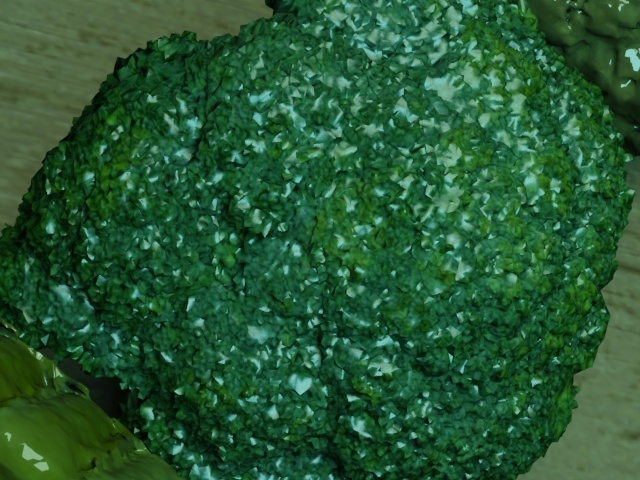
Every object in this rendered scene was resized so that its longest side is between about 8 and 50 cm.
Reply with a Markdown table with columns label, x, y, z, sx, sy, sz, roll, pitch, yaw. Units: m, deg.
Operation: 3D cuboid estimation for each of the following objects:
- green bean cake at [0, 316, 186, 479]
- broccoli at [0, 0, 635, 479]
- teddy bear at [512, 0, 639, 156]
| label | x | y | z | sx | sy | sz | roll | pitch | yaw |
| --- | --- | --- | --- | --- | --- | --- | --- | --- | --- |
| green bean cake | -0.186 | 0.132 | 0.719 | 0.236 | 0.124 | 0.233 | 38 | 93 | 6 |
| broccoli | 0.000 | 0.000 | 0.831 | 0.261 | 0.241 | 0.269 | 23 | 82 | -22 |
| teddy bear | 0.138 | -0.148 | 0.944 | 0.156 | 0.256 | 0.267 | -23 | 99 | 7 |
